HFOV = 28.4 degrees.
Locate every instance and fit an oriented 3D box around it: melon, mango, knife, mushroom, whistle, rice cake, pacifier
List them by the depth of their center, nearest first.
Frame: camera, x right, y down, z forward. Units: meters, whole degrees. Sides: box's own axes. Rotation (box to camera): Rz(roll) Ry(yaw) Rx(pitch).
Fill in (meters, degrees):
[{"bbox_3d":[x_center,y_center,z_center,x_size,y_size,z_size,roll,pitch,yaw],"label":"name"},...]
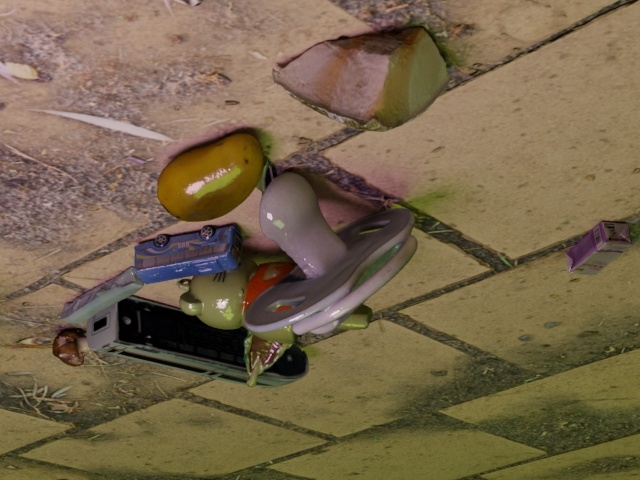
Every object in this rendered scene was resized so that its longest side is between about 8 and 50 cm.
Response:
[{"bbox_3d":[0.047,-0.169,1.376,0.202,0.139,0.093,-3,132,2],"label":"melon"},{"bbox_3d":[-0.133,-0.078,1.569,0.161,0.076,0.103,-33,137,31],"label":"mango"},{"bbox_3d":[0.000,0.000,1.649,0.227,0.279,0.207,-16,111,52],"label":"pacifier"},{"bbox_3d":[-0.072,-0.058,1.678,0.026,0.022,0.184,-28,156,-11],"label":"knife"},{"bbox_3d":[-0.069,0.083,1.802,0.288,0.131,0.106,8,116,12],"label":"whistle"},{"bbox_3d":[-0.333,0.085,1.917,0.180,0.030,0.042,-27,143,37],"label":"rice cake"},{"bbox_3d":[-0.348,0.179,2.084,0.187,0.061,0.060,3,148,-25],"label":"mushroom"}]

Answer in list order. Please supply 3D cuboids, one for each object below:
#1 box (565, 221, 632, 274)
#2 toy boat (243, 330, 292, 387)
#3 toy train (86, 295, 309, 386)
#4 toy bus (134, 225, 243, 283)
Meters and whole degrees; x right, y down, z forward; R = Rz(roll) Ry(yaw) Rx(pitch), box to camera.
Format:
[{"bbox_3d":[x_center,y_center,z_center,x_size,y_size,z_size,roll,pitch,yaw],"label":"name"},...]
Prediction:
[{"bbox_3d":[0.415,0.013,1.888,0.050,0.036,0.117,4,153,-15],"label":"box"},{"bbox_3d":[-0.052,0.121,1.970,0.108,0.099,0.293,12,142,-27],"label":"toy boat"},{"bbox_3d":[-0.191,0.179,2.071,0.407,0.086,0.088,19,145,-40],"label":"toy train"},{"bbox_3d":[-0.185,0.020,1.776,0.153,0.061,0.051,-9,149,13],"label":"toy bus"}]
